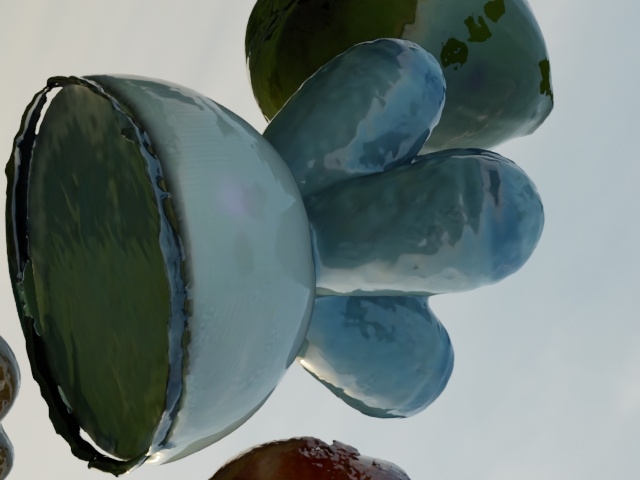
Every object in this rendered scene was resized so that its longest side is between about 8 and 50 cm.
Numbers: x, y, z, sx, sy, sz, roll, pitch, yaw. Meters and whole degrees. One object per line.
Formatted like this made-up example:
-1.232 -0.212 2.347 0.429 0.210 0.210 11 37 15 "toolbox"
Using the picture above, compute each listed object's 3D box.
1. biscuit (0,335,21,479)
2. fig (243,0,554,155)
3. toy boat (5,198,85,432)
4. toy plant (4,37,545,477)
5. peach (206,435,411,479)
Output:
-0.343 0.105 1.550 0.044 0.186 0.295 -101 176 -70 "biscuit"
0.063 -0.130 1.394 0.203 0.225 0.203 -48 -157 28 "fig"
-0.264 0.054 1.975 0.062 0.096 0.299 129 -48 -56 "toy boat"
0.000 0.000 1.148 0.247 0.332 0.247 23 -63 55 "toy plant"
-0.013 0.261 1.415 0.231 0.231 0.231 -55 -158 35 "peach"
